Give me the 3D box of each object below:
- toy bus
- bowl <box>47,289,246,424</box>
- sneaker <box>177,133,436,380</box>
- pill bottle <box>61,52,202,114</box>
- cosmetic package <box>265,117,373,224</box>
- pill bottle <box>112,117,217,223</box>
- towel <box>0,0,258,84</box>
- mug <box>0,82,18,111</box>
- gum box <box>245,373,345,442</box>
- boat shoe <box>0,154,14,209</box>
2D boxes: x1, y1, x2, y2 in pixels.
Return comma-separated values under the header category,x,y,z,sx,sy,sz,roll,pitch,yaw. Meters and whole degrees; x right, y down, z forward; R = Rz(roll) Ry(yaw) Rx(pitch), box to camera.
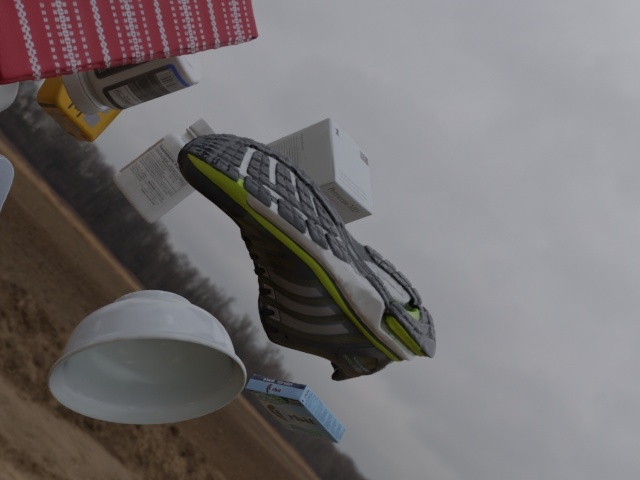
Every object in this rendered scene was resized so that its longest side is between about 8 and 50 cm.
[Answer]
category,x,y,z,sx,sy,sz,roll,pitch,yaw
toy bus,-0.363,-0.344,1.274,0.108,0.333,0.130,15,-27,50
bowl,-0.270,0.172,1.115,0.298,0.298,0.134,64,14,-53
sneaker,-0.024,0.031,0.634,0.300,0.121,0.111,46,21,-20
pill bottle,-0.207,-0.189,0.771,0.078,0.137,0.078,-15,90,-78
cosmetic package,-0.015,-0.116,1.379,0.151,0.183,0.151,36,43,-49
pill bottle,-0.313,-0.153,1.496,0.131,0.229,0.131,50,-7,9
towel,-0.164,-0.236,0.540,0.031,0.275,0.199,1,-71,38
mug,-0.739,-0.249,1.140,0.374,0.328,0.276,-19,-69,43
gum box,-0.054,0.369,1.539,0.157,0.041,0.184,3,-40,39
boat shoe,-0.584,-0.039,1.156,0.076,0.228,0.080,14,-7,41
